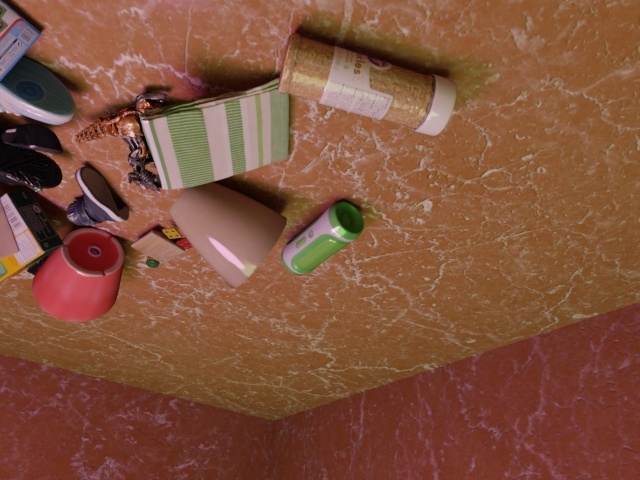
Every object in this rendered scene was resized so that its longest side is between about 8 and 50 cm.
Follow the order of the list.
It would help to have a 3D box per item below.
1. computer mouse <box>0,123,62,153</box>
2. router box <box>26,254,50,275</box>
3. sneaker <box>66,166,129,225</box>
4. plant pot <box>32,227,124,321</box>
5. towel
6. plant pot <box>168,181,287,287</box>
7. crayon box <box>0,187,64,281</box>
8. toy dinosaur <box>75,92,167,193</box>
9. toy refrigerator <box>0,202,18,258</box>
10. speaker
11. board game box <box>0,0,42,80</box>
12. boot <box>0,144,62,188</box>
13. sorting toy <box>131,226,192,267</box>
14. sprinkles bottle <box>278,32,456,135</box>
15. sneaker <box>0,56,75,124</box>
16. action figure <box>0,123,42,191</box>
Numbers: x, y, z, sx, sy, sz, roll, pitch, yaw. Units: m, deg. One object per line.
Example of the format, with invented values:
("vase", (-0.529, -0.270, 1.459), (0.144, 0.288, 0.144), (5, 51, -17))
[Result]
("computer mouse", (-0.739, -0.258, 1.097), (0.262, 0.060, 0.184), (16, -173, 43))
("router box", (-1.015, 0.126, 1.789), (0.133, 0.046, 0.179), (-20, 138, 31))
("sneaker", (-0.698, -0.122, 1.363), (0.163, 0.086, 0.226), (-5, 145, 9))
("plant pot", (-0.802, 0.103, 1.571), (0.275, 0.275, 0.243), (24, 131, -25))
("towel", (-0.224, -0.235, 1.059), (0.324, 0.038, 0.248), (-21, 150, -18))
("plant pot", (-0.282, -0.046, 1.313), (0.274, 0.256, 0.256), (38, 135, -16))
("crayon box", (-0.982, -0.004, 1.454), (0.323, 0.083, 0.203), (-24, 99, 25))
("toy dinosaur", (-0.424, -0.257, 1.128), (0.321, 0.164, 0.218), (13, 133, 20))
("toy refrigerator", (-0.991, -0.073, 1.330), (0.094, 0.102, 0.270), (-4, 107, 22))
("speaker", (0.000, 0.000, 1.416), (0.131, 0.131, 0.296), (25, 140, -26))
("board game box", (-0.688, -0.421, 0.884), (0.039, 0.160, 0.211), (20, 163, 46))
("boot", (-0.837, -0.180, 1.199), (0.207, 0.094, 0.246), (-10, 164, 40))
("sorting toy", (-0.539, 0.008, 1.562), (0.274, 0.046, 0.132), (-24, 136, 35))
("sprinkles bottle", (0.095, -0.318, 0.955), (0.355, 0.121, 0.121), (12, 144, -10))
("sneaker", (-0.730, -0.324, 1.053), (0.319, 0.127, 0.208), (30, 137, -17))
("action figure", (-0.854, -0.215, 1.278), (0.137, 0.064, 0.232), (-8, 146, 13))
